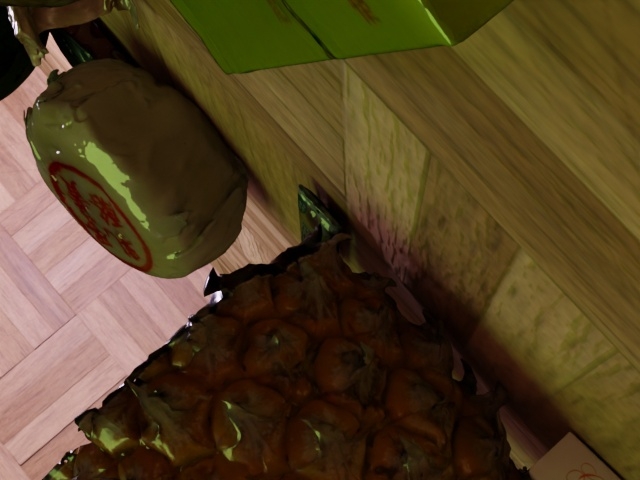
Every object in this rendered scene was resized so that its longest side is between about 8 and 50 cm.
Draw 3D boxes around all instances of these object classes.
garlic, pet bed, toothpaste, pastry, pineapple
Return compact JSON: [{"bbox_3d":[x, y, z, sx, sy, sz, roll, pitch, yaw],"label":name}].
[{"bbox_3d":[-0.212,-0.220,0.958,0.174,0.099,0.124,112,136,-77],"label":"garlic"},{"bbox_3d":[-0.243,-0.189,1.395,0.201,0.053,0.201,49,172,10],"label":"pet bed"},{"bbox_3d":[0.000,0.000,1.012,0.049,0.031,0.204,48,170,12],"label":"toothpaste"},{"bbox_3d":[-0.193,-0.075,1.235,0.265,0.133,0.265,38,156,21],"label":"pastry"},{"bbox_3d":[-0.014,0.194,0.897,0.300,0.352,0.352,52,173,12],"label":"pineapple"}]

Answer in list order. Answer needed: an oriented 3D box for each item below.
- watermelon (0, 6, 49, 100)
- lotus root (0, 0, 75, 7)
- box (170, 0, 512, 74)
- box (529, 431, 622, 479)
[{"bbox_3d":[-0.431,-0.264,1.382,0.242,0.242,0.242,48,172,9],"label":"watermelon"},{"bbox_3d":[-0.249,-0.251,0.669,0.314,0.142,0.210,54,-173,0],"label":"lotus root"},{"bbox_3d":[-0.046,-0.152,0.470,0.187,0.047,0.335,51,172,-15],"label":"box"},{"bbox_3d":[0.200,0.203,0.821,0.100,0.048,0.152,47,175,32],"label":"box"}]
